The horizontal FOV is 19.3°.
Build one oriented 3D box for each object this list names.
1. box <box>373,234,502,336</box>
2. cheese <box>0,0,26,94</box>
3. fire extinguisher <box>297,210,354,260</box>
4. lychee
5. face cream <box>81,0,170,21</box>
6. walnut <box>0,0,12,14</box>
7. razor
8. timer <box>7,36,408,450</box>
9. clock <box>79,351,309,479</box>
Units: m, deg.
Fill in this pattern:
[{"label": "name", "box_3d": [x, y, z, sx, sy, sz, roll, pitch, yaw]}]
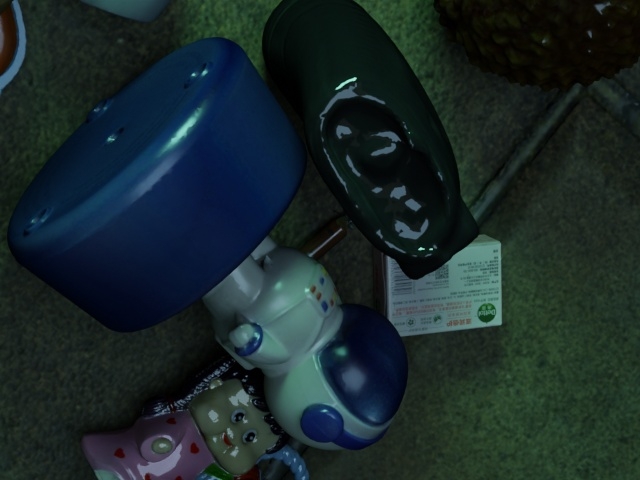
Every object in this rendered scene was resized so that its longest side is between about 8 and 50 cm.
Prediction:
[{"label": "box", "box_3d": [0.117, 0.044, 1.878, 0.125, 0.043, 0.089, -4, 103, -17]}, {"label": "cheese", "box_3d": [-0.324, -0.243, 1.680, 0.106, 0.037, 0.256, -8, 98, -15]}, {"label": "fire extinguisher", "box_3d": [0.000, 0.000, 1.844, 0.083, 0.022, 0.028, -42, 80, -5]}, {"label": "lychee", "box_3d": [0.232, -0.270, 1.743, 0.267, 0.267, 0.268, -4, 103, -16]}, {"label": "face cream", "box_3d": [-0.174, -0.259, 1.682, 0.117, 0.117, 0.104, 18, 104, -20]}, {"label": "walnut", "box_3d": [-0.362, -0.324, 1.497, 0.383, 0.383, 0.384, -4, 103, -16]}, {"label": "razor", "box_3d": [0.042, -0.108, 1.667, 0.113, 0.349, 0.204, -33, 112, 4]}, {"label": "timer", "box_3d": [-0.061, 0.037, 1.698, 0.270, 0.270, 0.383, -45, 110, -4]}, {"label": "clock", "box_3d": [-0.108, 0.220, 1.821, 0.195, 0.100, 0.194, -32, 113, -6]}]
